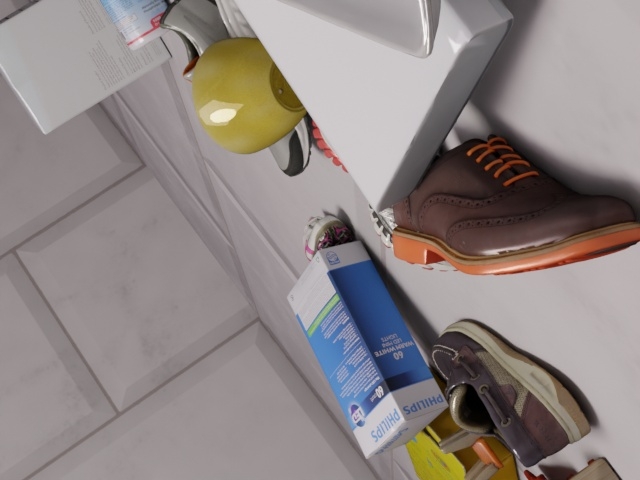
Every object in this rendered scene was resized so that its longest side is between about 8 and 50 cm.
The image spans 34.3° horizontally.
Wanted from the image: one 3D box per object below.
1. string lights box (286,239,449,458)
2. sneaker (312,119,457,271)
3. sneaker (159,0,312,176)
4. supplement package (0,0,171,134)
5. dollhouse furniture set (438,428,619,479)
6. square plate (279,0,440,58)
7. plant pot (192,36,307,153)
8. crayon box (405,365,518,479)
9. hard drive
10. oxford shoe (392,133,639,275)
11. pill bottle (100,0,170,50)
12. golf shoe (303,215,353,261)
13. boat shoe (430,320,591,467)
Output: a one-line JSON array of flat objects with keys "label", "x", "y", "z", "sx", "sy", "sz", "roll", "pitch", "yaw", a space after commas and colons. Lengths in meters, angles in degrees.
[{"label": "string lights box", "x": 0.057, "y": 0.147, "z": 1.409, "sx": 0.260, "sy": 0.076, "sz": 0.133, "roll": 63, "pitch": 146, "yaw": 21}, {"label": "sneaker", "x": 0.071, "y": -0.065, "z": 0.952, "sx": 0.225, "sy": 0.088, "sz": 0.093, "roll": 49, "pitch": 160, "yaw": 15}, {"label": "sneaker", "x": -0.101, "y": -0.190, "z": 1.275, "sx": 0.271, "sy": 0.108, "sz": 0.100, "roll": 59, "pitch": 167, "yaw": -23}, {"label": "supplement package", "x": -0.447, "y": -0.350, "z": 1.868, "sx": 0.199, "sy": 0.262, "sz": 0.198, "roll": 60, "pitch": 168, "yaw": -21}, {"label": "dollhouse furniture set", "x": 0.269, "y": 0.307, "z": 1.186, "sx": 0.262, "sy": 0.135, "sz": 0.259, "roll": 54, "pitch": 180, "yaw": 9}, {"label": "square plate", "x": -0.042, "y": -0.313, "z": 0.623, "sx": 0.347, "sy": 0.049, "sz": 0.344, "roll": 36, "pitch": 145, "yaw": 49}, {"label": "plant pot", "x": -0.062, "y": -0.168, "z": 1.160, "sx": 0.095, "sy": 0.134, "sz": 0.134, "roll": -5, "pitch": 123, "yaw": 48}, {"label": "crayon box", "x": 0.200, "y": 0.318, "z": 1.521, "sx": 0.202, "sy": 0.081, "sz": 0.318, "roll": 47, "pitch": 166, "yaw": 38}, {"label": "hard drive", "x": -0.011, "y": -0.220, "z": 0.775, "sx": 0.353, "sy": 0.047, "sz": 0.233, "roll": 57, "pitch": 156, "yaw": 17}, {"label": "oxford shoe", "x": 0.131, "y": -0.030, "z": 0.786, "sx": 0.271, "sy": 0.097, "sz": 0.098, "roll": 5, "pitch": 103, "yaw": 61}, {"label": "pill bottle", "x": -0.296, "y": -0.380, "z": 1.596, "sx": 0.160, "sy": 0.087, "sz": 0.087, "roll": 59, "pitch": 169, "yaw": -15}, {"label": "golf shoe", "x": 0.000, "y": 0.000, "z": 1.491, "sx": 0.086, "sy": 0.067, "sz": 0.186, "roll": 54, "pitch": 169, "yaw": 16}, {"label": "boat shoe", "x": 0.180, "y": 0.166, "z": 1.134, "sx": 0.103, "sy": 0.092, "sz": 0.285, "roll": 60, "pitch": 168, "yaw": -20}]
